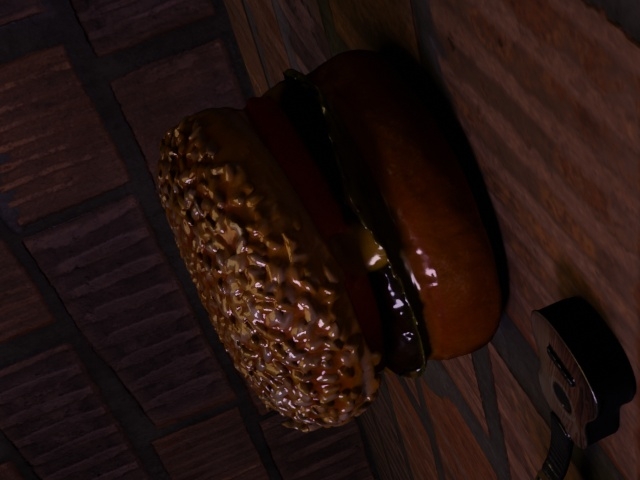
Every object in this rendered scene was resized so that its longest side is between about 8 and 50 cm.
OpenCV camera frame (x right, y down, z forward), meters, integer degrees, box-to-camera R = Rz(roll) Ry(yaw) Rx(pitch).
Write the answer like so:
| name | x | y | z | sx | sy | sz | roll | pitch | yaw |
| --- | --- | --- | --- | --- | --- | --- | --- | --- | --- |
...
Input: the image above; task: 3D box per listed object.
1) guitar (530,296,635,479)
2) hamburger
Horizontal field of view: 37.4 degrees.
| name | x | y | z | sx | sy | sz | roll | pitch | yaw |
| --- | --- | --- | --- | --- | --- | --- | --- | --- | --- |
| guitar | 0.189 | 0.143 | 0.715 | 0.271 | 0.038 | 0.084 | 79 | 169 | -50 |
| hamburger | 0.000 | 0.000 | 0.874 | 0.330 | 0.250 | 0.330 | 157 | 90 | -85 |
